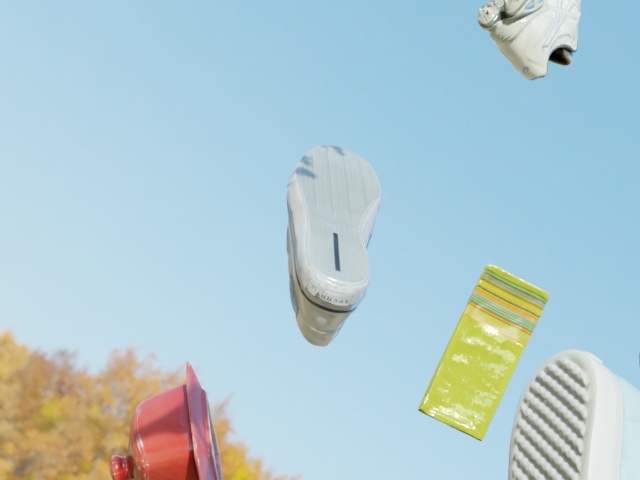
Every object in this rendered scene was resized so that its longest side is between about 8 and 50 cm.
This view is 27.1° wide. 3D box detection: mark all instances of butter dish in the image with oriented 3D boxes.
[{"bbox_3d":[-0.171,0.242,1.453,0.160,0.118,0.160,-103,-176,-54],"label":"butter dish"}]

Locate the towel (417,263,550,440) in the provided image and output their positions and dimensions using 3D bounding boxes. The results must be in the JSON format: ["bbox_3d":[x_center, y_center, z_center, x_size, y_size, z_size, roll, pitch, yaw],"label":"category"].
[{"bbox_3d":[0.230,0.154,1.861,0.102,0.237,0.021,24,-17,11],"label":"towel"}]

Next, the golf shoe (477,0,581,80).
[{"bbox_3d":[0.205,-0.199,1.200,0.069,0.176,0.086,-19,-76,44],"label":"golf shoe"}]

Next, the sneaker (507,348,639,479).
[{"bbox_3d":[0.223,0.272,1.044,0.150,0.366,0.135,28,-29,-23],"label":"sneaker"}]

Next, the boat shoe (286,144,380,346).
[{"bbox_3d":[0.000,0.000,1.127,0.083,0.226,0.076,19,-58,-5],"label":"boat shoe"}]
